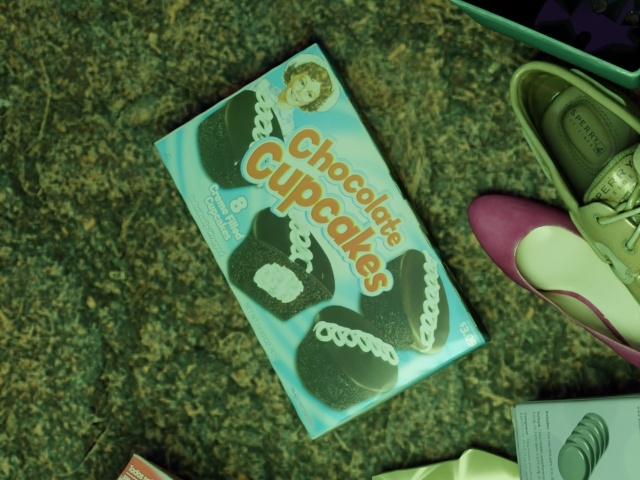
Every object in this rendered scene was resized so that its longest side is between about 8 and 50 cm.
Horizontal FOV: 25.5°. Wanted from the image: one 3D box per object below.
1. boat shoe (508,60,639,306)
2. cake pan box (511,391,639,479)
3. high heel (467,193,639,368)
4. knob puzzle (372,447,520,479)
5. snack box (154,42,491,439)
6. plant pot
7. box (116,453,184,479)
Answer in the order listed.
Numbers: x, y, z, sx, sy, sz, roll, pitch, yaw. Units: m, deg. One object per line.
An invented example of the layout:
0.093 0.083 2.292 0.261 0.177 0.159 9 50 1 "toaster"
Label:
0.262 -0.026 1.164 0.121 0.110 0.341 -50 46 16 "boat shoe"
0.286 0.255 1.155 0.246 0.070 0.267 -11 82 41 "cake pan box"
0.225 0.036 1.240 0.244 0.117 0.082 42 100 12 "high heel"
0.156 0.282 1.287 0.213 0.030 0.213 0 92 11 "knob puzzle"
0.000 0.000 1.329 0.187 0.060 0.322 -31 80 10 "snack box"
0.230 -0.222 1.194 0.165 0.234 0.166 26 92 14 "plant pot"
-0.064 0.331 1.226 0.300 0.154 0.142 27 80 34 "box"
